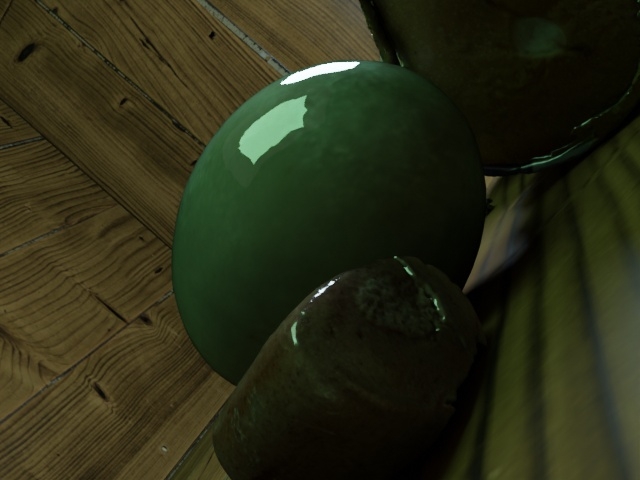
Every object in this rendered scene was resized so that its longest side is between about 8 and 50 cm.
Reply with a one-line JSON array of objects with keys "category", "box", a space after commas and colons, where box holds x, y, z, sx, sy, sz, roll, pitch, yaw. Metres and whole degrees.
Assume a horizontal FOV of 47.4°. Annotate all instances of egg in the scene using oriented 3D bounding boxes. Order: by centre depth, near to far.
[{"category": "egg", "box": [0.000, 0.000, 0.649, 0.258, 0.259, 0.352, -48, -11, -48]}]

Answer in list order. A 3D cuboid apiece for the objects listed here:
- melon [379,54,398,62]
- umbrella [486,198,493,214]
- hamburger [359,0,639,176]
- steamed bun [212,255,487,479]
[{"category": "melon", "box": [0.224, -0.252, 0.960, 0.268, 0.268, 0.330, -49, 20, -16]}, {"category": "umbrella", "box": [0.194, -0.041, 0.906, 0.083, 0.032, 0.020, 72, -153, -87]}, {"category": "hamburger", "box": [0.183, -0.225, 0.668, 0.277, 0.317, 0.195, -10, 20, 32]}, {"category": "steamed bun", "box": [0.023, 0.093, 0.452, 0.175, 0.106, 0.144, -24, -26, -53]}]
